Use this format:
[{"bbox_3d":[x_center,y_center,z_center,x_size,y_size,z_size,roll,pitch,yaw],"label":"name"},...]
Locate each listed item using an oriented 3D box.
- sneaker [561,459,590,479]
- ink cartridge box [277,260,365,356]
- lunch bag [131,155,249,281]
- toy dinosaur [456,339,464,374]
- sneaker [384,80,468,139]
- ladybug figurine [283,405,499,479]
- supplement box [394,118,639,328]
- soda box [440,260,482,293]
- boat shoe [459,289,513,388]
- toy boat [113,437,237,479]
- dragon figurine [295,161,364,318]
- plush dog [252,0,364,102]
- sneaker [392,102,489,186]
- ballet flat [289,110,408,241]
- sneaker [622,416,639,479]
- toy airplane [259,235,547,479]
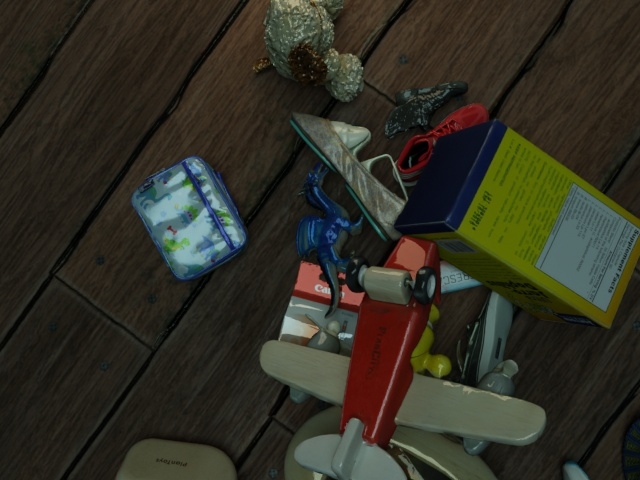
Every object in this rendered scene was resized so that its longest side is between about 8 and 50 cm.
[{"bbox_3d":[0.471,0.525,1.301,0.092,0.087,0.229,-9,85,6],"label":"sneaker"},{"bbox_3d":[0.006,0.144,1.373,0.145,0.045,0.179,15,91,4],"label":"ink cartridge box"},{"bbox_3d":[-0.249,-0.045,1.379,0.176,0.090,0.219,-28,87,0],"label":"lunch bag"},{"bbox_3d":[0.289,0.291,1.351,0.092,0.053,0.183,-31,73,-15],"label":"toy dinosaur"},{"bbox_3d":[0.206,-0.253,1.374,0.170,0.051,0.089,-7,87,9],"label":"sneaker"},{"bbox_3d":[0.146,0.468,1.288,0.449,0.162,0.305,32,89,6],"label":"ladybug figurine"},{"bbox_3d":[0.344,-0.020,1.214,0.356,0.195,0.194,31,80,-15],"label":"supplement box"},{"bbox_3d":[0.257,0.065,1.350,0.183,0.058,0.063,-13,87,4],"label":"soda box"},{"bbox_3d":[0.308,0.178,1.326,0.070,0.078,0.219,0,63,39],"label":"boat shoe"},{"bbox_3d":[-0.272,0.482,1.346,0.231,0.151,0.151,7,118,5],"label":"toy boat"},{"bbox_3d":[0.000,0.000,1.357,0.144,0.085,0.289,13,84,7],"label":"dragon figurine"},{"bbox_3d":[-0.042,-0.383,1.308,0.210,0.225,0.262,-14,87,3],"label":"plush dog"},{"bbox_3d":[0.235,-0.185,1.328,0.221,0.128,0.087,-42,85,2],"label":"sneaker"},{"bbox_3d":[0.073,-0.143,1.314,0.106,0.107,0.316,-40,82,10],"label":"ballet flat"},{"bbox_3d":[0.650,0.462,1.295,0.131,0.112,0.296,-6,88,-14],"label":"sneaker"},{"bbox_3d":[0.118,0.236,1.159,0.384,0.272,0.386,-37,61,12],"label":"toy airplane"}]
